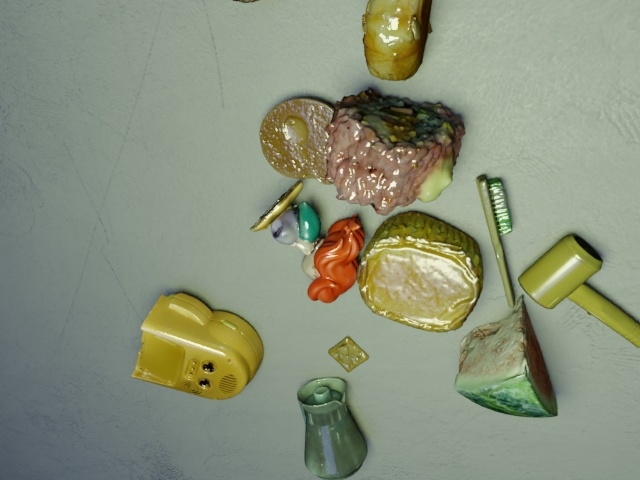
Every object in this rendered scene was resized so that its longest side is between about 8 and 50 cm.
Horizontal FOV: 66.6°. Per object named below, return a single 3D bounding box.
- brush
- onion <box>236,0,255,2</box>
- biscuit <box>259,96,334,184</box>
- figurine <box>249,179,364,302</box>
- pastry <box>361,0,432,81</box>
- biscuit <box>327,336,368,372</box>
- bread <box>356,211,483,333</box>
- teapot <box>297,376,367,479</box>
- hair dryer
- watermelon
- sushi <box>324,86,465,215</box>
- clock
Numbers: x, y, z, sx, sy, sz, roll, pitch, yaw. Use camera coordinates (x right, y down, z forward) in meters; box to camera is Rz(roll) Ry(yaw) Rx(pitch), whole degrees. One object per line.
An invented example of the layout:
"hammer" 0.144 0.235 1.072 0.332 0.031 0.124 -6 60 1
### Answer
"brush" 0.368 0.002 0.988 0.048 0.054 0.282 -13 107 16
"onion" -0.121 -0.520 0.870 0.135 0.198 0.173 -1 113 -11
"biscuit" -0.028 -0.216 1.045 0.208 0.049 0.181 9 116 17
"figurine" -0.005 0.006 1.071 0.208 0.181 0.257 -45 100 2
"pastry" 0.137 -0.377 0.835 0.100 0.218 0.229 10 152 14
"biscuit" 0.071 0.295 1.256 0.081 0.018 0.083 45 121 -3
"bread" 0.210 0.069 1.031 0.253 0.142 0.227 22 120 14
"teapot" 0.015 0.491 1.297 0.203 0.171 0.225 5 111 53
"hair dryer" 0.546 0.114 0.959 0.279 0.090 0.135 35 119 -4
"watermelon" 0.405 0.263 1.017 0.193 0.310 0.231 -45 54 31
"sushi" 0.134 -0.154 0.884 0.236 0.270 0.171 29 125 22
"clock" -0.321 0.303 1.326 0.317 0.200 0.244 24 123 1
